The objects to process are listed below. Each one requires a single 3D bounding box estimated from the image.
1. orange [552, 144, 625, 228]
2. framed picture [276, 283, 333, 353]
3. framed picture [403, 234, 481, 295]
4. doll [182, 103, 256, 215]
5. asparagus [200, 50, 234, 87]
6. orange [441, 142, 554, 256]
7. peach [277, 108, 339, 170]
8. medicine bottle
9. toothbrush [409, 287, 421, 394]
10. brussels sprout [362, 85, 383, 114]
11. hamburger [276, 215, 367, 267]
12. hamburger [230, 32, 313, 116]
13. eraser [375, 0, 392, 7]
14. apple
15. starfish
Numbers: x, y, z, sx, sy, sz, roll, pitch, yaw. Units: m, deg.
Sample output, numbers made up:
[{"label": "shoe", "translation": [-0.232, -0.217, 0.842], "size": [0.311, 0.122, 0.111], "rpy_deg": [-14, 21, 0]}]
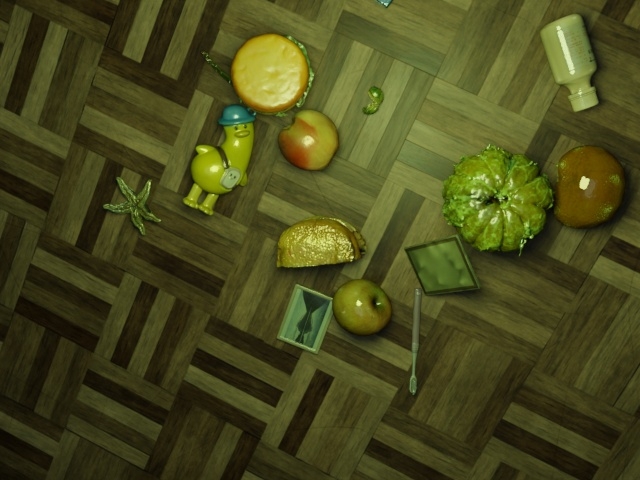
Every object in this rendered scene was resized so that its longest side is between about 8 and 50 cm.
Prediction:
[{"label": "orange", "translation": [0.754, -0.144, 1.620], "size": [0.180, 0.158, 0.237], "rpy_deg": [7, 100, -8]}, {"label": "framed picture", "translation": [-0.045, 0.257, 1.902], "size": [0.150, 0.015, 0.203], "rpy_deg": [22, 103, 5]}, {"label": "framed picture", "translation": [0.356, 0.078, 1.726], "size": [0.231, 0.010, 0.172], "rpy_deg": [-15, 101, 56]}, {"label": "doll", "translation": [-0.295, -0.256, 1.806], "size": [0.200, 0.145, 0.362], "rpy_deg": [26, 96, -36]}, {"label": "asparagus", "translation": [-0.281, -0.499, 1.803], "size": [0.248, 0.024, 0.025], "rpy_deg": [44, 97, 1]}, {"label": "orange", "translation": [0.488, -0.108, 1.640], "size": [0.302, 0.223, 0.299], "rpy_deg": [18, 85, 6]}, {"label": "peach", "translation": [-0.031, -0.294, 1.725], "size": [0.184, 0.184, 0.184], "rpy_deg": [2, 100, 10]}, {"label": "medicine bottle", "translation": [0.693, -0.482, 1.592], "size": [0.114, 0.114, 0.252], "rpy_deg": [-19, 96, 12]}, {"label": "toothbrush", "translation": [0.303, 0.323, 1.846], "size": [0.024, 0.029, 0.353], "rpy_deg": [1, 100, -3]}, {"label": "brussels sprout", "translation": [0.159, -0.416, 1.736], "size": [0.051, 0.046, 0.083], "rpy_deg": [19, 113, 2]}, {"label": "hamburger", "translation": [0.000, 0.000, 1.787], "size": [0.283, 0.144, 0.156], "rpy_deg": [-6, 89, 9]}, {"label": "hamburger", "translation": [-0.141, -0.482, 1.709], "size": [0.246, 0.170, 0.245], "rpy_deg": [0, 95, -2]}, {"label": "eraser", "translation": [0.106, -0.816, 1.671], "size": [0.312, 0.042, 0.144], "rpy_deg": [35, 103, 2]}, {"label": "apple", "translation": [0.123, 0.207, 1.790], "size": [0.155, 0.182, 0.182], "rpy_deg": [-29, 95, 43]}, {"label": "starfish", "translation": [-0.603, -0.128, 1.910], "size": [0.208, 0.053, 0.176], "rpy_deg": [41, 103, -2]}]
